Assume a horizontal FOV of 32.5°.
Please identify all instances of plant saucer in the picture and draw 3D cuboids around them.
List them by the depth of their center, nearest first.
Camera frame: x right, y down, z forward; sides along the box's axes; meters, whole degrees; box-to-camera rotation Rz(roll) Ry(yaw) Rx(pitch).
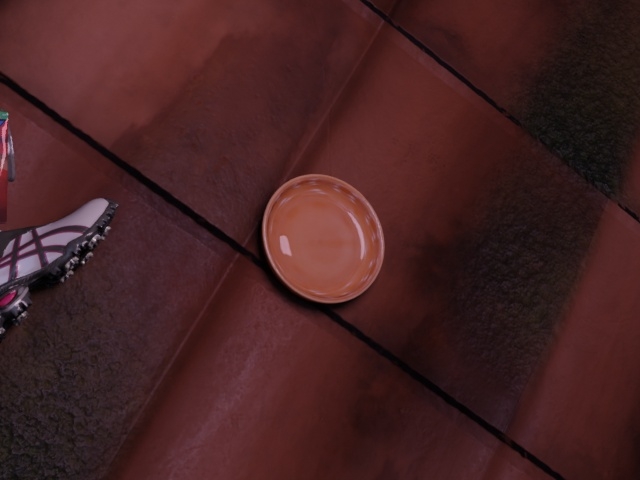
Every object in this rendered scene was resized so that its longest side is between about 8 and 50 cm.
[{"bbox_3d":[0.000,0.000,1.637,0.200,0.037,0.200,8,70,-24],"label":"plant saucer"}]

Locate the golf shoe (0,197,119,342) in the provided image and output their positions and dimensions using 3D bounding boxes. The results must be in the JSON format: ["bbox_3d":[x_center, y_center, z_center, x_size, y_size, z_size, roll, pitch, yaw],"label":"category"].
[{"bbox_3d":[-0.377,0.016,1.417,0.120,0.105,0.273,44,60,1],"label":"golf shoe"}]

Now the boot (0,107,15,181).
[{"bbox_3d":[-0.513,-0.151,1.417,0.208,0.076,0.190,-13,94,-21],"label":"boot"}]

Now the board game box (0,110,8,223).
[{"bbox_3d":[-0.531,-0.094,1.352,0.281,0.027,0.145,0,91,-21],"label":"board game box"}]
